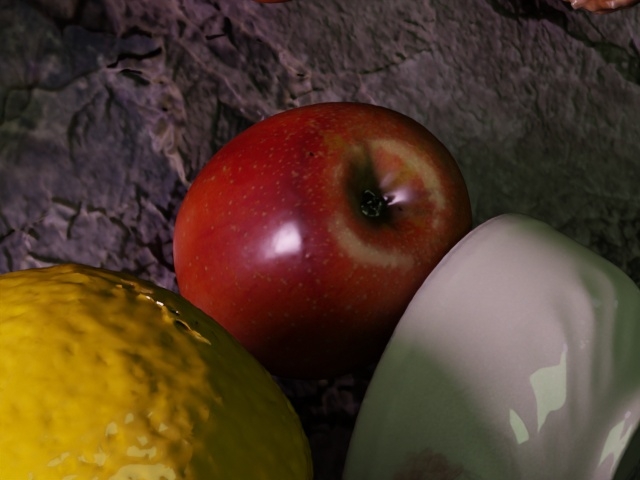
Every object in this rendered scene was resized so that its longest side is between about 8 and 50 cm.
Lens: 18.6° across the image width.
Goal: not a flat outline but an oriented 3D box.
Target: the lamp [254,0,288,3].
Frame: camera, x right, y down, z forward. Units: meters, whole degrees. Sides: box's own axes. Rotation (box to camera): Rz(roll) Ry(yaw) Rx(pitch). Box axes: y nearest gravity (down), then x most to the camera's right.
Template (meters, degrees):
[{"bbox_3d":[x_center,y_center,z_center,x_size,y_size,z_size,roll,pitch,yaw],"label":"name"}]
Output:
[{"bbox_3d":[-0.042,-0.268,1.290,0.223,0.196,0.223,0,90,1],"label":"lamp"}]

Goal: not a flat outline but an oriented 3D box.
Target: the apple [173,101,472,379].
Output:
[{"bbox_3d":[0.000,0.000,1.252,0.181,0.168,0.181,9,69,-25],"label":"apple"}]

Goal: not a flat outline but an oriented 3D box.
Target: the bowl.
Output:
[{"bbox_3d":[0.141,0.132,1.240,0.277,0.145,0.277,-42,142,-44],"label":"bowl"}]

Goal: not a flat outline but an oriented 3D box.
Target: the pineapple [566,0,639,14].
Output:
[{"bbox_3d":[0.123,-0.296,1.459,0.340,0.169,0.169,24,62,-21],"label":"pineapple"}]

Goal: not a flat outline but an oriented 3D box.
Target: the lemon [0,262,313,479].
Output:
[{"bbox_3d":[-0.138,0.151,1.032,0.293,0.293,0.293,13,68,-33],"label":"lemon"}]
